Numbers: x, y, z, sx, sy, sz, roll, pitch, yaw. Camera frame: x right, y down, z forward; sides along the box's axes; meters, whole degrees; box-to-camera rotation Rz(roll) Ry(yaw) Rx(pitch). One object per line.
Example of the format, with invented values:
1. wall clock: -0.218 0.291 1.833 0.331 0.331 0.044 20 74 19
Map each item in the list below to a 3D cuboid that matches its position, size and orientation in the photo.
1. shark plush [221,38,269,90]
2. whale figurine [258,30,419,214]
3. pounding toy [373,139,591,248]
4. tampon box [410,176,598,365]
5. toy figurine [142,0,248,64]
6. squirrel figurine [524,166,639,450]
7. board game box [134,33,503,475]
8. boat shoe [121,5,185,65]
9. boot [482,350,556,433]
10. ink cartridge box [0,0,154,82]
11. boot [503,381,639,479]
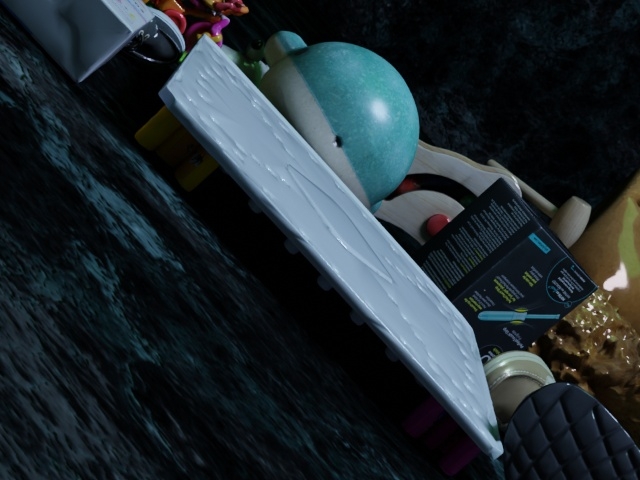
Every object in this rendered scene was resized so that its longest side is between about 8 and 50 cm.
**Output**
1. shark plush: -0.084 -0.182 1.926 0.067 0.073 0.161 20 5 19
2. whale figurine: 0.023 -0.131 1.879 0.216 0.141 0.272 61 2 -11
3. pounding toy: 0.154 -0.019 2.035 0.269 0.154 0.155 21 9 1
4. tampon box: 0.177 0.043 1.871 0.120 0.161 0.101 43 10 -38
5. toy figurine: -0.111 -0.262 1.783 0.173 0.159 0.130 46 10 -21
6. squirrel figurine: 0.383 0.163 2.098 0.370 0.281 0.397 47 25 -1
7. board game box: 0.000 0.000 1.567 0.390 0.050 0.390 48 9 -9
8. boat shoe: -0.171 -0.186 1.560 0.142 0.049 0.040 33 23 -39
9. boot: 0.233 0.203 1.754 0.213 0.077 0.165 38 17 -52
10. ink cartridge box: -0.191 -0.190 1.413 0.104 0.061 0.181 48 9 -8
11. boot: 0.248 0.251 1.555 0.338 0.118 0.223 60 4 -10
